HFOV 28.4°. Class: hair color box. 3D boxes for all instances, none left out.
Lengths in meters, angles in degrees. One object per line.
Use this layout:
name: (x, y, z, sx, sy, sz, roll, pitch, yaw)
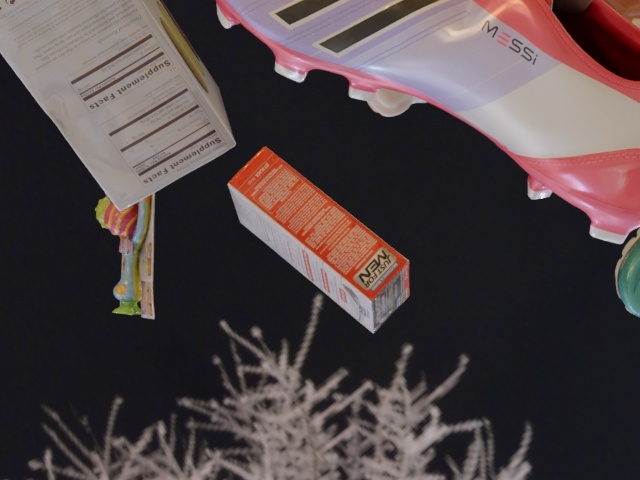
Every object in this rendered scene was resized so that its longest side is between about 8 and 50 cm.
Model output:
hair color box: (0.000, 0.000, 1.116, 0.053, 0.167, 0.093, -45, -17, -13)

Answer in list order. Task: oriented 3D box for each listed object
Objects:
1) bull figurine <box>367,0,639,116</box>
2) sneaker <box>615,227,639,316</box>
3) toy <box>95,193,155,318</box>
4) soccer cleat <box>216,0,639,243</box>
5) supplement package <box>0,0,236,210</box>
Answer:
bull figurine: (0.182, -0.100, 0.734, 0.310, 0.188, 0.101, -1, -66, -3)
sneaker: (0.388, 0.004, 1.100, 0.275, 0.110, 0.107, -21, -73, 21)
toy: (-0.246, -0.023, 1.572, 0.056, 0.137, 0.237, -3, -89, -26)
soccer cleat: (0.057, -0.094, 0.532, 0.083, 0.248, 0.095, -35, -29, -49)
supplement package: (-0.202, -0.176, 1.190, 0.134, 0.139, 0.244, -29, -56, 6)
